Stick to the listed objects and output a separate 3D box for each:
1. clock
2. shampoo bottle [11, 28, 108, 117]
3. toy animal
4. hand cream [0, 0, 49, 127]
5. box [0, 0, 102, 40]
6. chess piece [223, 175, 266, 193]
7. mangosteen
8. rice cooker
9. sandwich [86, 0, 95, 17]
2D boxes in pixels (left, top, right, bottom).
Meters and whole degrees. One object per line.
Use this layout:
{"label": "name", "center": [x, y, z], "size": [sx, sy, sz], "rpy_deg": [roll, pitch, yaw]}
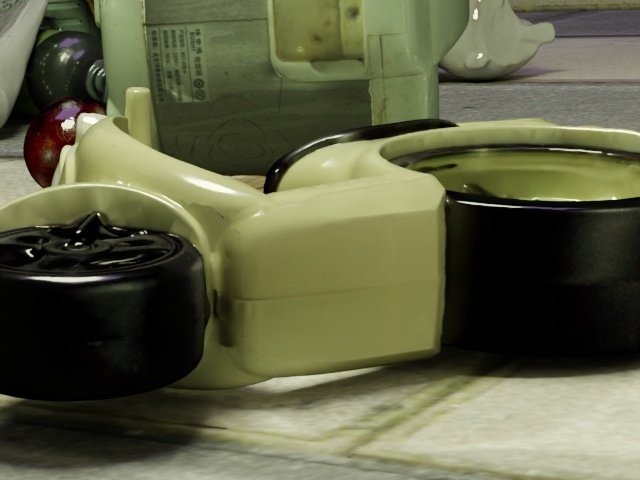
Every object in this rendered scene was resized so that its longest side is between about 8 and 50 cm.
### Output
{"label": "clock", "center": [0.000, 0.000, 0.830], "size": [0.379, 0.120, 0.276], "rpy_deg": [-2, 13, -20]}
{"label": "shampoo bottle", "center": [-0.284, -0.180, 1.886], "size": [0.101, 0.101, 0.284], "rpy_deg": [-9, 12, -30]}
{"label": "toy animal", "center": [0.159, -0.277, 2.165], "size": [0.140, 0.138, 0.282], "rpy_deg": [41, -9, -30]}
{"label": "hand cream", "center": [-0.347, -0.202, 1.840], "size": [0.121, 0.076, 0.336], "rpy_deg": [-29, 26, 19]}
{"label": "box", "center": [-0.368, -0.233, 2.084], "size": [0.243, 0.163, 0.135], "rpy_deg": [-10, 3, -25]}
{"label": "chess piece", "center": [-0.065, -0.020, 1.134], "size": [0.083, 0.038, 0.083], "rpy_deg": [-4, 13, 1]}
{"label": "mangosteen", "center": [-0.190, -0.072, 1.343], "size": [0.081, 0.081, 0.081], "rpy_deg": [-3, 10, 1]}
{"label": "rice cooker", "center": [-0.024, -0.178, 1.329], "size": [0.277, 0.288, 0.288], "rpy_deg": [-3, 11, 4]}
{"label": "sandwich", "center": [-0.196, -0.317, 2.068], "size": [0.099, 0.301, 0.271], "rpy_deg": [-27, 3, 20]}
